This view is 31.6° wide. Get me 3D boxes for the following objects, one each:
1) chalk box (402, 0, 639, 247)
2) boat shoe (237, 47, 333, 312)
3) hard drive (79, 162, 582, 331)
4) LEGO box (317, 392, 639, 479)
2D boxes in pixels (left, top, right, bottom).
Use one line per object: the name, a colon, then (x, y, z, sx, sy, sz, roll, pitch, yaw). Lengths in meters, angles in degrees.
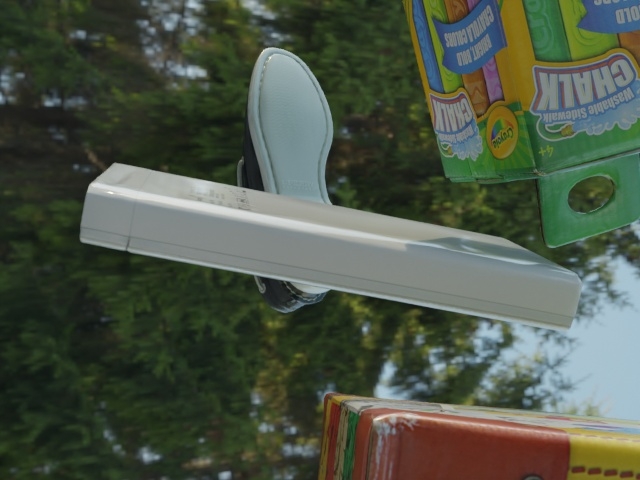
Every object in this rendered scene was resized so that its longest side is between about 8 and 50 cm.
chalk box: (0.189, -0.142, 0.878, 0.179, 0.180, 0.289, -174, -112, -75)
boat shoe: (-0.046, -0.069, 1.249, 0.091, 0.114, 0.302, -37, -132, 47)
hard drive: (0.000, 0.000, 0.897, 0.233, 0.353, 0.047, -126, -133, -81)
LEGO box: (0.245, 0.187, 0.498, 0.372, 0.500, 0.193, 112, -16, -83)
